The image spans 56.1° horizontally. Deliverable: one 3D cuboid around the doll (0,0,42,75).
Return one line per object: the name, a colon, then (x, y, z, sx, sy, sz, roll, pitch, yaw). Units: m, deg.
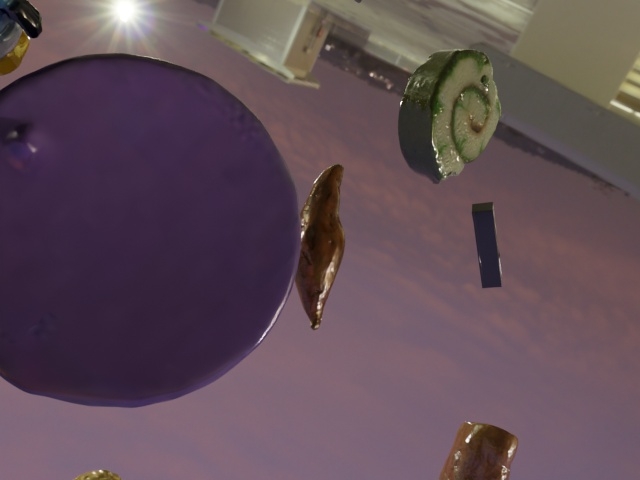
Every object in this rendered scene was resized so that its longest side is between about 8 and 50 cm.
doll: (-0.280, -0.234, 0.381, 0.177, 0.141, 0.314, 18, 156, -2)

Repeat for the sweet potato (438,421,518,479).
sweet potato: (0.225, 0.379, 0.907, 0.097, 0.252, 0.097, 15, -165, -4)

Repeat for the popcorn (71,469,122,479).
popcorn: (-0.472, 0.559, 1.218, 0.180, 0.180, 0.170, 26, -157, -2)

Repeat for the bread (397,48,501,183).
bread: (0.372, -0.343, 1.691, 0.129, 0.382, 0.366, 17, -177, 41)

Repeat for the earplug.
earplug: (-0.165, 0.006, 0.567, 0.215, 0.215, 0.456, 23, 172, -11)

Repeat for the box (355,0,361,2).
box: (-0.084, -0.460, 0.750, 0.106, 0.264, 0.336, -12, 172, 37)

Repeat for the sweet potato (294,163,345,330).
sweet potato: (-0.002, 0.005, 1.236, 0.112, 0.359, 0.112, 4, 172, 1)

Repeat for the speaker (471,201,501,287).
speaker: (0.358, 0.012, 1.285, 0.046, 0.191, 0.040, -5, -152, 18)
